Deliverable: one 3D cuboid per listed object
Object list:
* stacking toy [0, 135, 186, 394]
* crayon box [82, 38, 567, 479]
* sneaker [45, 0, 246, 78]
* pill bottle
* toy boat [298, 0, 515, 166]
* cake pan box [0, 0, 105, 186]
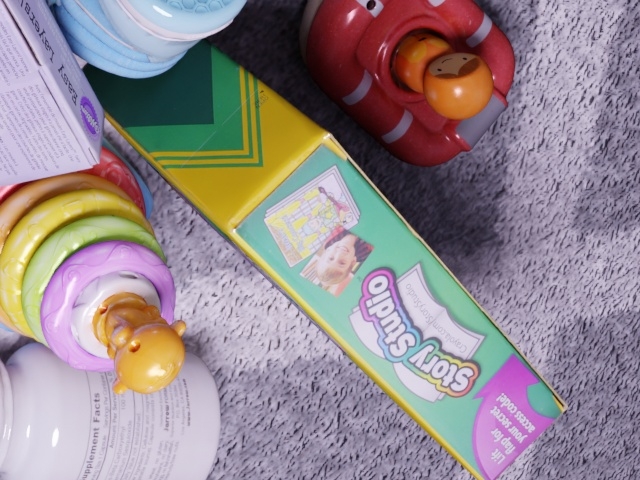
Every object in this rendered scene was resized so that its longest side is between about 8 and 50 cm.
[{"bbox_3d":[-0.171,0.033,1.130,0.175,0.302,0.166,-44,128,-5],"label":"stacking toy"},{"bbox_3d":[0.000,0.000,1.209,0.106,0.313,0.363,-46,128,-3],"label":"crayon box"},{"bbox_3d":[-0.175,-0.261,1.092,0.127,0.208,0.319,-19,82,-25],"label":"sneaker"},{"bbox_3d":[-0.212,0.153,1.275,0.229,0.131,0.131,7,110,-33],"label":"pill bottle"},{"bbox_3d":[0.093,-0.151,1.291,0.151,0.151,0.231,-51,128,1],"label":"toy boat"},{"bbox_3d":[-0.306,-0.129,1.027,0.246,0.070,0.267,-11,133,15],"label":"cake pan box"}]
